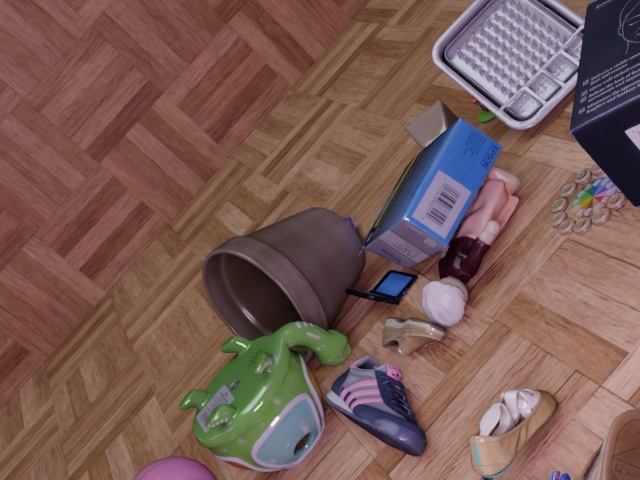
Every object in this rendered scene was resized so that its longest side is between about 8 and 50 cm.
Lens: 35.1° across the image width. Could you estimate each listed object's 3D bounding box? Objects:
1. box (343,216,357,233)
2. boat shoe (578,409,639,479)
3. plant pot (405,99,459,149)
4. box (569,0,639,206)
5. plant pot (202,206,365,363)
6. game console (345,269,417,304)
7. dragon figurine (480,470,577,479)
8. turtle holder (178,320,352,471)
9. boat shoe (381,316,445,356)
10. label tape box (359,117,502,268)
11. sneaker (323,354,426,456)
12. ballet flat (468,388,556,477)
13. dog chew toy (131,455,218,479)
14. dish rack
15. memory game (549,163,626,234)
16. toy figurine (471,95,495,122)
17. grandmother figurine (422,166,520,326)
[{"bbox_3d":[0.000,0.000,2.470,0.179,0.043,0.105,-18,26,-1],"label":"box"},{"bbox_3d":[0.353,0.383,1.289,0.123,0.123,0.342,112,-178,-64],"label":"boat shoe"},{"bbox_3d":[0.285,-0.245,2.404,0.109,0.109,0.096,-39,37,19],"label":"plant pot"},{"bbox_3d":[0.627,-0.302,1.757,0.293,0.212,0.395,-27,31,40],"label":"box"},{"bbox_3d":[-0.054,0.079,2.264,0.280,0.323,0.323,-40,16,-33],"label":"plant pot"},{"bbox_3d":[0.128,0.094,2.166,0.122,0.107,0.071,9,88,64],"label":"game console"},{"bbox_3d":[0.249,0.421,1.410,0.289,0.085,0.144,-48,23,-6],"label":"dragon figurine"},{"bbox_3d":[-0.100,0.308,2.013,0.243,0.227,0.320,-19,35,50],"label":"turtle holder"},{"bbox_3d":[0.176,0.192,1.947,0.072,0.068,0.190,-67,18,-13],"label":"boat shoe"},{"bbox_3d":[0.218,-0.079,2.116,0.249,0.115,0.348,-59,4,-18],"label":"label tape box"},{"bbox_3d":[0.113,0.286,1.827,0.131,0.112,0.319,-54,25,-8],"label":"sneaker"},{"bbox_3d":[0.288,0.264,1.506,0.080,0.073,0.232,-13,14,36],"label":"ballet flat"},{"bbox_3d":[-0.245,0.545,1.941,0.206,0.206,0.332,-53,32,-15],"label":"dog chew toy"},{"bbox_3d":[0.445,-0.415,2.263,0.285,0.072,0.333,-46,61,4],"label":"dish rack"},{"bbox_3d":[0.501,-0.083,1.875,0.186,0.012,0.186,-37,25,21],"label":"memory game"},{"bbox_3d":[0.374,-0.392,2.405,0.130,0.159,0.173,-16,38,50],"label":"toy figurine"},{"bbox_3d":[0.293,0.016,1.982,0.342,0.104,0.208,-62,0,-26],"label":"grandmother figurine"}]
